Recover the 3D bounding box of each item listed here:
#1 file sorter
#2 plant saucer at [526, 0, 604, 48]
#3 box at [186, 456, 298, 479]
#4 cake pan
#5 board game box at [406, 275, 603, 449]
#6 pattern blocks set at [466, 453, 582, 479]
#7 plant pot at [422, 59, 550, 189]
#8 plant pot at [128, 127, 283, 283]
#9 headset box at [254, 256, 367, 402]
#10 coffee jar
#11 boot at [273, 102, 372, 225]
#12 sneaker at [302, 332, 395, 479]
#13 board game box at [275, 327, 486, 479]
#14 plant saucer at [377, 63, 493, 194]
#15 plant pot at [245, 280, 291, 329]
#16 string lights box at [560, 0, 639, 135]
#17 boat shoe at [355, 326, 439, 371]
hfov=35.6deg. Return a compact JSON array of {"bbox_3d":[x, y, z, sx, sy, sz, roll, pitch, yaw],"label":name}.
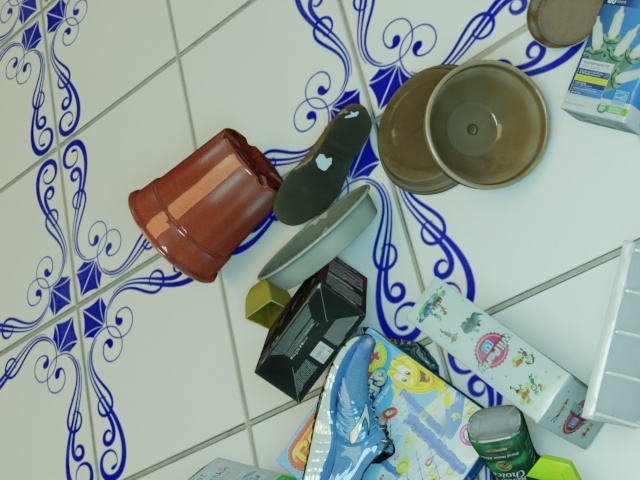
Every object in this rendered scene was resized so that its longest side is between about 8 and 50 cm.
[{"bbox_3d":[0.546,0.164,1.524,0.173,0.193,0.277,11,85,38],"label":"file sorter"},{"bbox_3d":[0.468,-0.435,1.867,0.169,0.029,0.168,-12,71,36],"label":"plant saucer"},{"bbox_3d":[-0.130,0.579,1.922,0.231,0.127,0.261,2,114,41],"label":"box"},{"bbox_3d":[0.000,0.000,1.998,0.293,0.293,0.054,-36,99,26],"label":"cake pan"},{"bbox_3d":[0.317,0.205,1.672,0.303,0.224,0.097,36,92,40],"label":"board game box"},{"bbox_3d":[0.373,0.474,1.603,0.325,0.026,0.285,15,114,24],"label":"pattern blocks set"},{"bbox_3d":[0.297,-0.210,1.857,0.110,0.238,0.237,180,107,-81],"label":"plant pot"},{"bbox_3d":[-0.235,-0.092,2.211,0.265,0.272,0.272,-41,55,13],"label":"plant pot"},{"bbox_3d":[-0.012,0.157,1.951,0.110,0.293,0.218,35,103,-5],"label":"headset box"},{"bbox_3d":[0.317,0.359,1.658,0.096,0.184,0.079,-15,37,21],"label":"coffee jar"},{"bbox_3d":[0.008,-0.163,2.130,0.305,0.112,0.115,-53,12,16],"label":"boot"},{"bbox_3d":[0.060,0.324,1.734,0.147,0.129,0.329,12,72,0],"label":"sneaker"},{"bbox_3d":[0.128,0.368,1.797,0.302,0.086,0.308,34,89,25],"label":"board game box"},{"bbox_3d":[0.222,-0.228,2.004,0.278,0.041,0.277,-13,68,36],"label":"plant saucer"},{"bbox_3d":[-0.112,0.129,2.152,0.081,0.081,0.083,-36,45,27],"label":"plant pot"},{"bbox_3d":[0.539,-0.328,1.746,0.133,0.077,0.259,22,92,42],"label":"string lights box"},{"bbox_3d":[0.149,0.212,1.924,0.083,0.065,0.183,-50,59,11],"label":"boat shoe"}]
